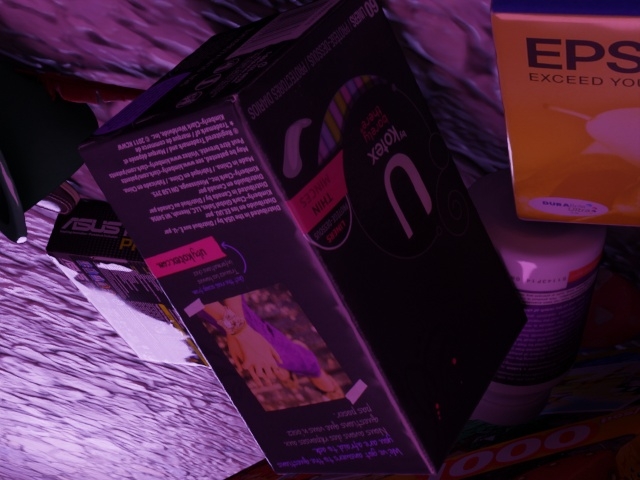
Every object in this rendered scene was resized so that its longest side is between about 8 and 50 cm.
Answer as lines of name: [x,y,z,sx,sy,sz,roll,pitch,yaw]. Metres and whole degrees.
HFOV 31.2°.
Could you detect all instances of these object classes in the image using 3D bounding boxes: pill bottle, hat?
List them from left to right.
hat: [-0.194,-0.108,0.904,0.208,0.183,0.173,51,156,22]
pill bottle: [0.150,0.050,0.881,0.108,0.108,0.194,10,132,9]

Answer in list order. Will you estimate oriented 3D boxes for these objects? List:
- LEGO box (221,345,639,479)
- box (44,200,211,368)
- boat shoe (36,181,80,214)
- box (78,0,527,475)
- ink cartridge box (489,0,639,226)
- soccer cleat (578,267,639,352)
LEGO box: [0.159,0.250,1.041,0.372,0.193,0.500,-20,-179,-42]
box: [-0.123,0.057,1.160,0.216,0.060,0.270,5,153,16]
boat shoe: [-0.294,-0.051,1.035,0.152,0.049,0.056,22,153,-18]
box: [0.000,0.000,0.746,0.143,0.165,0.270,-9,118,40]
ink cartridge box: [0.253,-0.101,0.644,0.303,0.072,0.307,5,154,17]
soccer cleat: [0.168,0.071,1.023,0.248,0.083,0.095,-7,152,32]
